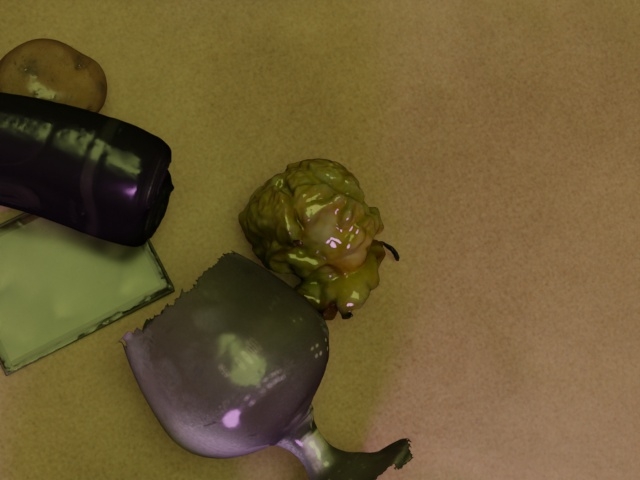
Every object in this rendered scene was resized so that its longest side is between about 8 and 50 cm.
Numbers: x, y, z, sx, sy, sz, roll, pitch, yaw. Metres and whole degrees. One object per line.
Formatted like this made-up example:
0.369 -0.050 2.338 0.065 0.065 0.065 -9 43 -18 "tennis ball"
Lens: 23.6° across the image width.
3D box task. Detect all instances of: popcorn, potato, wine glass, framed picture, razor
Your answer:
0.006 -0.005 1.845 0.195 0.168 0.173 50 38 -10 "popcorn"
-0.330 -0.187 1.840 0.147 0.112 0.112 -2 81 -19 "potato"
-0.068 0.184 1.767 0.238 0.238 0.323 -41 88 -15 "wine glass"
-0.316 0.037 1.851 0.231 0.010 0.173 -26 86 -14 "framed picture"
-0.343 -0.095 1.763 0.349 0.204 0.113 14 68 -3 "razor"
